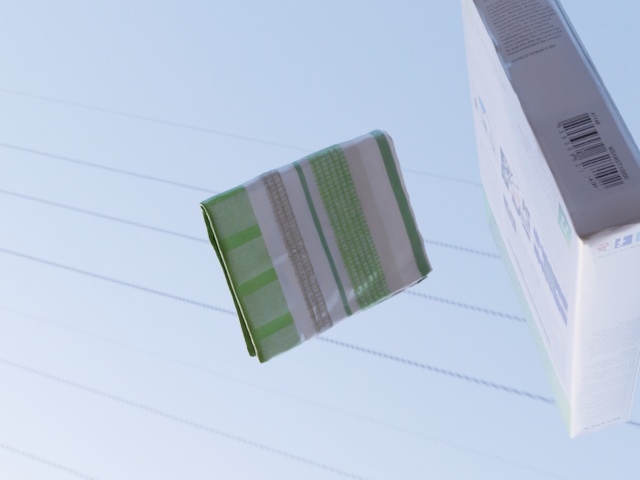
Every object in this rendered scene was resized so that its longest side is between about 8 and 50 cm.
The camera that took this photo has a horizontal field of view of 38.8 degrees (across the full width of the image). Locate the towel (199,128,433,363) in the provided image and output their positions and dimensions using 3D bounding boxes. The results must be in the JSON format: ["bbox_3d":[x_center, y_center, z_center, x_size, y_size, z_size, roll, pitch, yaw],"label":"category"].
[{"bbox_3d":[0.000,0.000,0.599,0.023,0.152,0.113,-4,-72,57],"label":"towel"}]

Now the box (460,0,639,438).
[{"bbox_3d":[0.172,-0.018,0.674,0.059,0.322,0.232,-16,-123,3],"label":"box"}]
